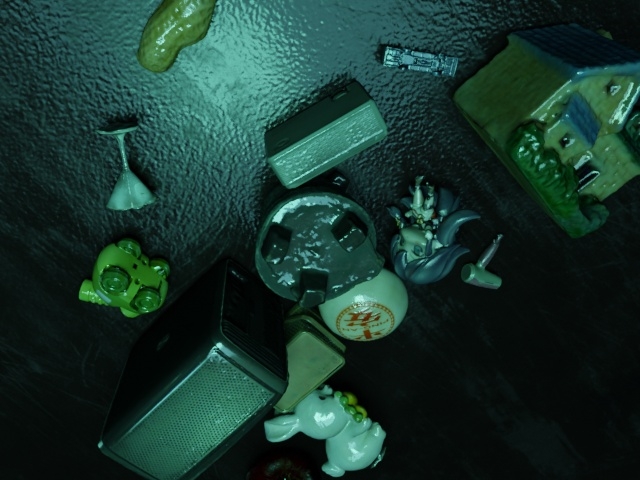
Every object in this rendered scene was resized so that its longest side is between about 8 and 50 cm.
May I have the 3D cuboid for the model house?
[{"bbox_3d":[0.562,-0.258,1.283,0.343,0.334,0.382,-41,123,14],"label":"model house"}]

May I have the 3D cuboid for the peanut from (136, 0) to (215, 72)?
[{"bbox_3d":[-0.297,-0.442,1.214,0.108,0.095,0.226,39,106,-24],"label":"peanut"}]

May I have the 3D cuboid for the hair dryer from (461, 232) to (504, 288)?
[{"bbox_3d":[0.451,0.052,1.560,0.106,0.054,0.154,14,108,-18],"label":"hair dryer"}]

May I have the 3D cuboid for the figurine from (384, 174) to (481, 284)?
[{"bbox_3d":[0.268,-0.021,1.438,0.197,0.175,0.265,16,119,-19],"label":"figurine"}]

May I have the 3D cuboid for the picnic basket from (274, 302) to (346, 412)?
[{"bbox_3d":[-0.072,0.307,1.551,0.165,0.139,0.267,40,108,-21],"label":"picnic basket"}]

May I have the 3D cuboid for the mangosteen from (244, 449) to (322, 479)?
[{"bbox_3d":[-0.115,0.747,1.729,0.236,0.235,0.261,6,147,-10],"label":"mangosteen"}]

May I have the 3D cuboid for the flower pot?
[{"bbox_3d":[0.000,0.000,1.350,0.299,0.283,0.299,-2,114,-5],"label":"flower pot"}]

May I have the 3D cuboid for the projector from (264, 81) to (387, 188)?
[{"bbox_3d":[0.008,-0.233,1.296,0.257,0.192,0.099,-29,119,7],"label":"projector"}]

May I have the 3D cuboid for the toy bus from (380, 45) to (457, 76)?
[{"bbox_3d":[0.219,-0.403,1.312,0.166,0.065,0.047,7,113,-8],"label":"toy bus"}]

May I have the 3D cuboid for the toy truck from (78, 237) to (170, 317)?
[{"bbox_3d":[-0.473,0.112,1.430,0.187,0.148,0.210,26,129,-21],"label":"toy truck"}]

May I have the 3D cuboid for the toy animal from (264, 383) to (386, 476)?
[{"bbox_3d":[0.021,0.514,1.641,0.310,0.183,0.247,38,105,-21],"label":"toy animal"}]

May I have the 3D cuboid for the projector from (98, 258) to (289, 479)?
[{"bbox_3d":[-0.278,0.304,1.392,0.405,0.395,0.242,-44,110,13],"label":"projector"}]

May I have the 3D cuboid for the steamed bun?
[{"bbox_3d":[0.106,0.170,1.484,0.232,0.145,0.231,3,133,3],"label":"steamed bun"}]

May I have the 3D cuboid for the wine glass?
[{"bbox_3d":[-0.441,-0.168,1.316,0.122,0.122,0.182,-7,112,-4],"label":"wine glass"}]
